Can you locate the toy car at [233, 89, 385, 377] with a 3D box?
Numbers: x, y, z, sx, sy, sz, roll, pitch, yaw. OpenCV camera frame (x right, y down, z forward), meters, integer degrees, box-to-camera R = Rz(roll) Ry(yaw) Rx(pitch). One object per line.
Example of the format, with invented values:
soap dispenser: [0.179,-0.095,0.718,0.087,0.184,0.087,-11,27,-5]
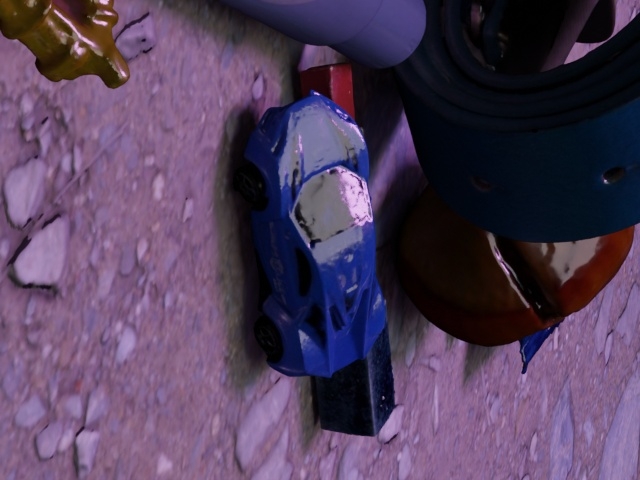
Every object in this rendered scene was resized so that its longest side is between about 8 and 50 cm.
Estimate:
toy car: [0.000,0.000,1.264,0.103,0.063,0.216,-27,127,-33]

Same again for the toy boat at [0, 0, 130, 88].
toy boat: [-0.146,-0.219,0.837,0.141,0.099,0.318,-49,144,-53]

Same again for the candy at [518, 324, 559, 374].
candy: [0.211,-0.043,1.779,0.187,0.077,0.331,-41,132,-61]

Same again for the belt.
belt: [0.223,-0.203,1.453,0.436,0.300,0.173,-65,153,-27]

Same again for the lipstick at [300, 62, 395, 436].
lipstick: [0.016,0.004,1.364,0.051,0.051,0.312,-47,138,-52]

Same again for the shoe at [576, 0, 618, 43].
shoe: [0.247,-0.310,1.743,0.275,0.103,0.098,75,30,-55]

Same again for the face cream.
face cream: [-0.037,-0.190,1.129,0.385,0.086,0.135,22,75,-62]

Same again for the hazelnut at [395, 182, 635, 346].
hazelnut: [0.173,0.005,1.552,0.181,0.212,0.181,55,9,-21]
